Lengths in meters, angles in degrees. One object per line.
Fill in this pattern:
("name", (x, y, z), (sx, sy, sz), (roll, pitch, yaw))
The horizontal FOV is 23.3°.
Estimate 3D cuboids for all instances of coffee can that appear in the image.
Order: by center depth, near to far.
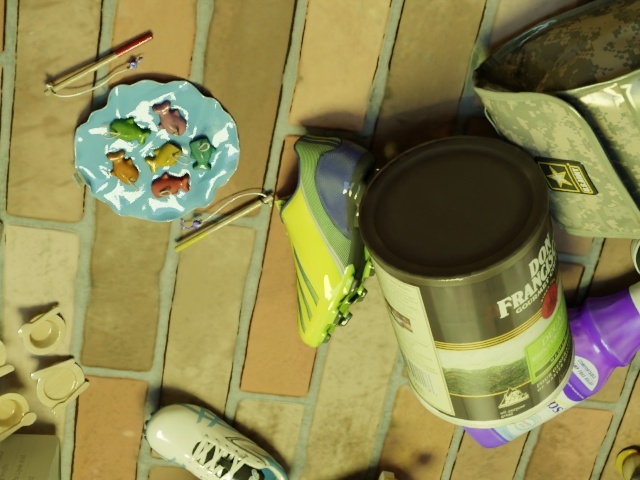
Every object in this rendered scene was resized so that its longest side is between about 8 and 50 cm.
("coffee can", (0.167, 0.049, 1.714), (0.201, 0.202, 0.275), (-13, 138, 6))

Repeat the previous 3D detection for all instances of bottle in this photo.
("bottle", (0.290, 0.146, 1.888), (0.282, 0.092, 0.118), (-32, 121, 19))

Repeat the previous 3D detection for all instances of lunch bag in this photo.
("lunch bag", (0.329, -0.130, 1.646), (0.287, 0.169, 0.235), (-22, 128, 22))

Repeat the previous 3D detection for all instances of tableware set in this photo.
("tableware set", (-0.359, 0.160, 1.871), (0.141, 0.020, 0.169), (-30, 126, -19))

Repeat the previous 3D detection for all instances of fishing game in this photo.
("fishing game", (-0.183, -0.094, 1.717), (0.189, 0.041, 0.264), (-25, 124, 11))

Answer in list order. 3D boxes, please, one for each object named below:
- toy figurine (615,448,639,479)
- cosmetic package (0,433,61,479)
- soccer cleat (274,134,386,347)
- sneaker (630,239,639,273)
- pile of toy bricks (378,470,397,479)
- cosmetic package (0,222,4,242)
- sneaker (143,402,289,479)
("toy figurine", (0.513, 0.321, 2.009), (0.209, 0.148, 0.213), (36, 119, -19))
("cosmetic package", (-0.519, 0.345, 1.888), (0.384, 0.217, 0.156), (3, 112, -3))
("soccer cleat", (0.001, -0.001, 1.784), (0.121, 0.093, 0.289), (24, 132, 16))
("sneaker", (0.467, -0.034, 1.711), (0.099, 0.153, 0.282), (41, 108, -12))
("pile of toy bricks", (0.092, 0.408, 1.980), (0.118, 0.105, 0.212), (14, 124, -14))
("cosmetic package", (-0.470, 0.008, 1.705), (0.151, 0.151, 0.184), (-32, 121, 19))
("sneaker", (-0.121, 0.278, 1.957), (0.237, 0.086, 0.085), (37, 81, -32))
